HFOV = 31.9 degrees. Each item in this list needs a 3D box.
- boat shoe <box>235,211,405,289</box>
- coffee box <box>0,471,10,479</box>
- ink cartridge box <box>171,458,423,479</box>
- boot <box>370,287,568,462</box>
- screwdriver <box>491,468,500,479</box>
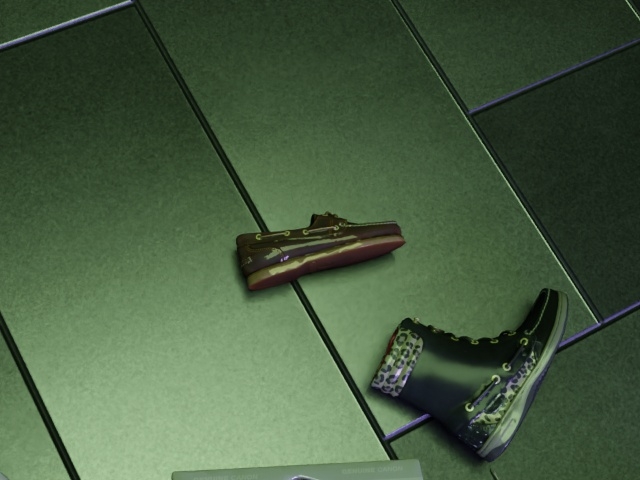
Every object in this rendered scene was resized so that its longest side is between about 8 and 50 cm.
[{"bbox_3d":[0.000,0.000,1.366,0.207,0.073,0.073,-12,72,-16],"label":"boat shoe"},{"bbox_3d":[-0.289,0.342,1.109,0.297,0.168,0.119,38,65,7],"label":"coffee box"},{"bbox_3d":[-0.009,0.366,1.211,0.296,0.066,0.261,-1,42,-11],"label":"ink cartridge box"},{"bbox_3d":[0.183,0.124,1.342,0.179,0.085,0.236,28,65,5],"label":"boot"},{"bbox_3d":[0.245,0.339,1.300,0.025,0.024,0.170,-3,56,-44],"label":"screwdriver"}]
